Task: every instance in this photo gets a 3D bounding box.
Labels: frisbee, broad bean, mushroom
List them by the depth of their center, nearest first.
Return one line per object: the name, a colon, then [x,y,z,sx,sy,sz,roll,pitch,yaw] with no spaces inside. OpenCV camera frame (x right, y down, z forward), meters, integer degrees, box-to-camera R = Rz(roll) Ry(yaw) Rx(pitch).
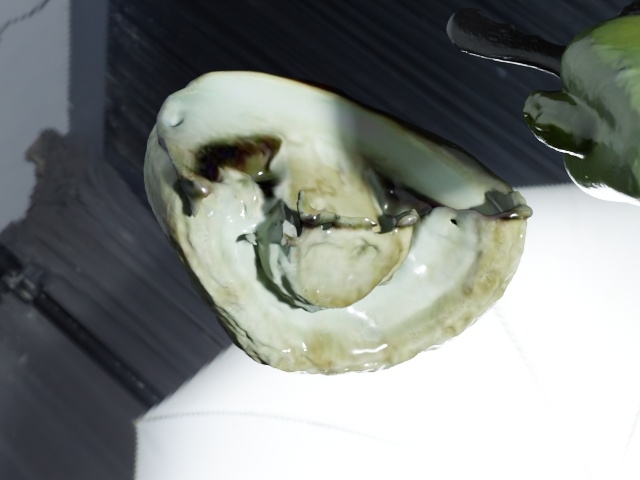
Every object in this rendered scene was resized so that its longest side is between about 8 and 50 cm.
broad bean: [0.215,-0.065,0.613,0.169,0.228,0.100,-37,122,-48]
mushroom: [-0.006,-0.005,0.816,0.267,0.190,0.164,0,127,-31]
frisbee: [0.224,-0.157,0.950,0.187,0.211,0.012,-39,157,-29]
